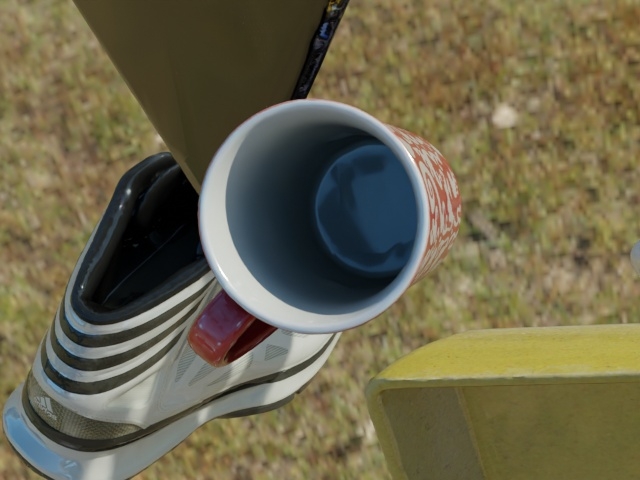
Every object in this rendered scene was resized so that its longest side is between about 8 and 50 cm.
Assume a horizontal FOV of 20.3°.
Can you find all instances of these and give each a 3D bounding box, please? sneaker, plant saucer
[{"bbox_3d":[-0.071,0.026,1.557,0.169,0.257,0.447,38,39,15],"label":"sneaker"},{"bbox_3d":[0.223,0.155,1.182,0.332,0.333,0.081,-3,49,14],"label":"plant saucer"}]

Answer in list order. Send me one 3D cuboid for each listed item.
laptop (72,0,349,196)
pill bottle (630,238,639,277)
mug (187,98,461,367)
[{"bbox_3d":[-0.012,-0.287,1.030,0.236,0.408,0.382,-22,67,-28],"label":"laptop"},{"bbox_3d":[0.339,-0.028,1.286,0.221,0.121,0.121,-46,53,-3],"label":"pill bottle"},{"bbox_3d":[-0.001,-0.010,0.935,0.150,0.169,0.113,-19,89,14],"label":"mug"}]
